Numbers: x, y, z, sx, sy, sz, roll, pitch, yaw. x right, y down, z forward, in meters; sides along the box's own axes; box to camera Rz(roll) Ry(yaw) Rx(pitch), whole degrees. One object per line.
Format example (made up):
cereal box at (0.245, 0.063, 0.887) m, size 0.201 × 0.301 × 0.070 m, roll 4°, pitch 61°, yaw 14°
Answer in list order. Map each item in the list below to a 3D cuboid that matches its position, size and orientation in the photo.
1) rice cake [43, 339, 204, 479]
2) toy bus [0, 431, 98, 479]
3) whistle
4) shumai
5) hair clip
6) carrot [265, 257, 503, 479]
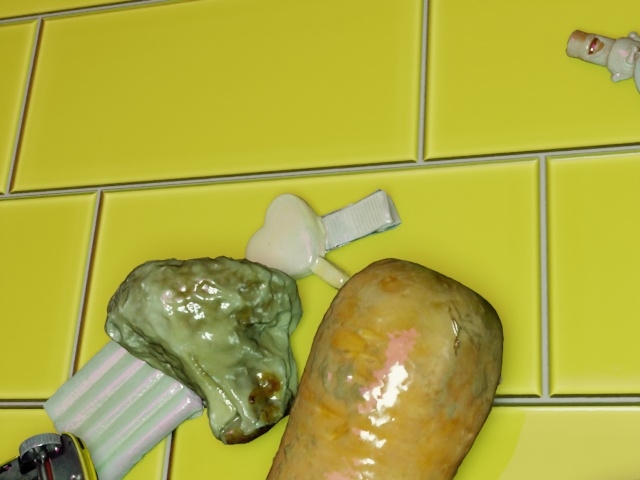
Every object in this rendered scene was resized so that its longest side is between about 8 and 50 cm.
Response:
rice cake at (-0.269, 0.222, 1.445) m, size 0.198 × 0.037 × 0.189 m, roll -37°, pitch 61°, yaw 1°
toy bus at (-0.416, 0.382, 1.366) m, size 0.331 × 0.151 × 0.145 m, roll -28°, pitch 56°, yaw 8°
whistle at (0.428, -0.232, 1.385) m, size 0.220 × 0.057 × 0.107 m, roll 22°, pitch 91°, yaw 30°
shumai at (-0.156, 0.142, 1.334) m, size 0.261 × 0.225 × 0.222 m, roll 5°, pitch 68°, yaw 4°
hair clip at (0.000, 0.002, 1.432) m, size 0.219 × 0.071 × 0.159 m, roll -21°, pitch 66°, yaw 15°
carrot at (0.074, 0.199, 1.238) m, size 0.224 × 0.224 × 0.340 m, roll 24°, pitch 84°, yaw 26°
